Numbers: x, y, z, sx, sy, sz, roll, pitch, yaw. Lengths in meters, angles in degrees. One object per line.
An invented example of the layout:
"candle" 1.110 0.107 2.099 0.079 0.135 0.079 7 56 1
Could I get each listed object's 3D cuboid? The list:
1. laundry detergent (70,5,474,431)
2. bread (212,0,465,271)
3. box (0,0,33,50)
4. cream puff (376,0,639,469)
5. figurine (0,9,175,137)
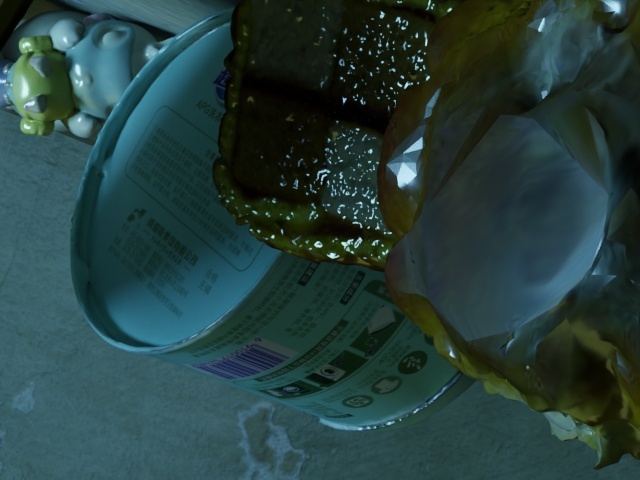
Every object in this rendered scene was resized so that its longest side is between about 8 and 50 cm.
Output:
"laundry detergent" 0.000 0.000 1.105 0.305 0.287 0.287 26 174 -42
"bread" 0.034 -0.073 0.794 0.096 0.181 0.222 -6 -165 -41
"box" -0.418 -0.111 0.813 0.138 0.373 0.420 43 -164 26
"cream puff" 0.128 -0.020 0.509 0.155 0.241 0.269 9 -136 -35
"figurine" -0.223 -0.163 1.296 0.155 0.127 0.236 -2 -173 -38
